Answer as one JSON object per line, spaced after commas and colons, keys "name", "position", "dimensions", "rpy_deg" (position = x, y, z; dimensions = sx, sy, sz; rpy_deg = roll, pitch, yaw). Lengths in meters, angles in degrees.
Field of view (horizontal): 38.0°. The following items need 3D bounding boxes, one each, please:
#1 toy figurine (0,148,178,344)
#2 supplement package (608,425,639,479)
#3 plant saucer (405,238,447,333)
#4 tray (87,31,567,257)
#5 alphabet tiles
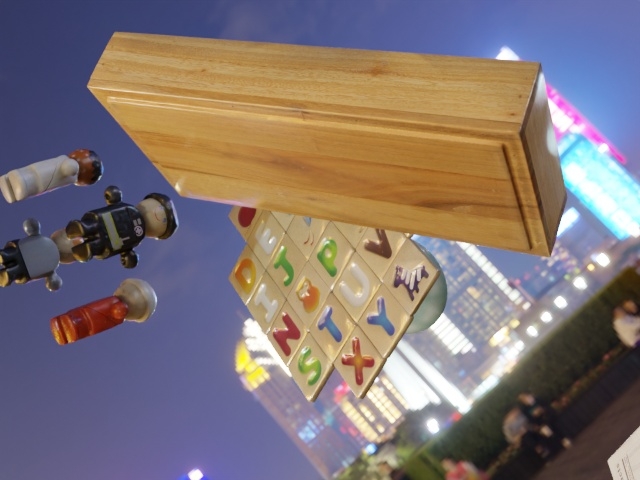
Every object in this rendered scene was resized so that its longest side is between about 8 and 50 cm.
{"name": "toy figurine", "position": [-0.297, 0.001, 1.171], "dimensions": [0.148, 0.209, 0.213], "rpy_deg": [-24, -40, -47]}
{"name": "supplement package", "position": [0.428, 0.226, 0.953], "dimensions": [0.139, 0.134, 0.244], "rpy_deg": [-90, 19, -47]}
{"name": "plant saucer", "position": [0.127, 0.084, 1.637], "dimensions": [0.195, 0.195, 0.037], "rpy_deg": [-51, -7, 34]}
{"name": "tray", "position": [0.006, -0.090, 0.864], "dimensions": [0.203, 0.411, 0.076], "rpy_deg": [56, -131, -55]}
{"name": "alphabet tiles", "position": [0.000, 0.000, 1.054], "dimensions": [0.011, 0.342, 0.285], "rpy_deg": [8, -59, -39]}
